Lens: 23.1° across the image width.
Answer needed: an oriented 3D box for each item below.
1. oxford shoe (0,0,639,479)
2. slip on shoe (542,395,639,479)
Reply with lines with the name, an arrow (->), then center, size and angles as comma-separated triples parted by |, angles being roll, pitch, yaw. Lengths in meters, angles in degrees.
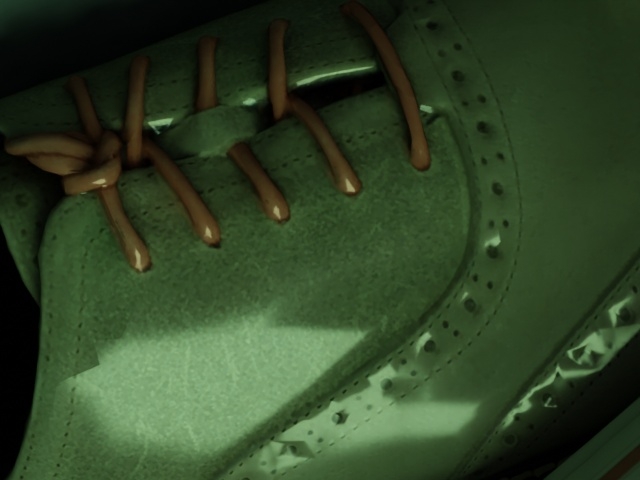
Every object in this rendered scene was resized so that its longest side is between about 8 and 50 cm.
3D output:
oxford shoe -> 0.000, 0.000, 0.344 | 0.348, 0.123, 0.130 | -39, 142, 17
slip on shoe -> 0.059, 0.131, 0.340 | 0.123, 0.101, 0.331 | 20, 121, -45
